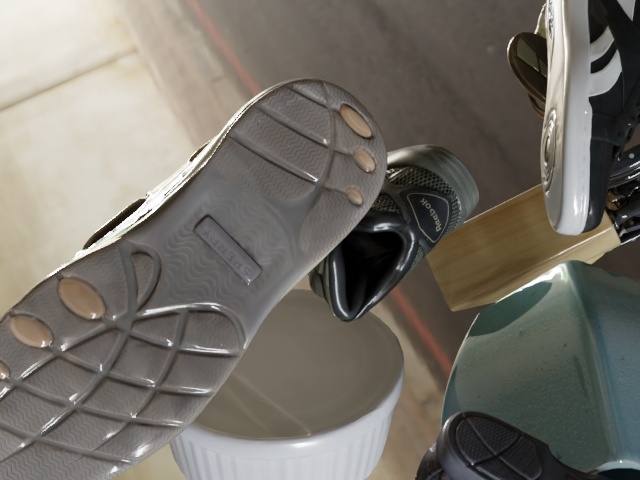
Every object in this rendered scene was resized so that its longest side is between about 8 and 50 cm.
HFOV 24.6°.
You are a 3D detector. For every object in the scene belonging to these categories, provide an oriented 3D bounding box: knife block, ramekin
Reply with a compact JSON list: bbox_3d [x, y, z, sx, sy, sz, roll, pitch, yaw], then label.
[{"bbox_3d":[0.287,-0.027,1.711,0.242,0.276,0.088,-49,59,50],"label":"knife block"},{"bbox_3d":[-0.047,0.177,1.577,0.273,0.273,0.127,-125,29,-51],"label":"ramekin"}]

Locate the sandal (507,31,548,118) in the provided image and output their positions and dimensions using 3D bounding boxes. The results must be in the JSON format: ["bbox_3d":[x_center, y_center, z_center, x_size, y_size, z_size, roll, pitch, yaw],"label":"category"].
[{"bbox_3d":[0.312,-0.188,1.907,0.219,0.060,0.090,29,-123,-34],"label":"sandal"}]

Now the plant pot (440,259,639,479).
[{"bbox_3d":[0.275,0.168,1.497,0.248,0.247,0.252,-35,49,42],"label":"plant pot"}]

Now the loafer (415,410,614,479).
[{"bbox_3d":[0.221,0.262,1.288,0.303,0.109,0.095,33,130,1],"label":"loafer"}]

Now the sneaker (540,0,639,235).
[{"bbox_3d":[0.210,-0.099,0.950,0.079,0.121,0.216,99,178,-63],"label":"sneaker"}]

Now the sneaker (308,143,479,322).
[{"bbox_3d":[0.000,0.000,1.099,0.228,0.130,0.087,-8,118,47],"label":"sneaker"}]

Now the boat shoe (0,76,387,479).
[{"bbox_3d":[-0.102,0.039,0.968,0.132,0.355,0.130,51,168,-6],"label":"boat shoe"}]

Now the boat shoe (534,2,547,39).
[{"bbox_3d":[0.362,-0.273,1.937,0.056,0.153,0.048,-68,-7,-71],"label":"boat shoe"}]
